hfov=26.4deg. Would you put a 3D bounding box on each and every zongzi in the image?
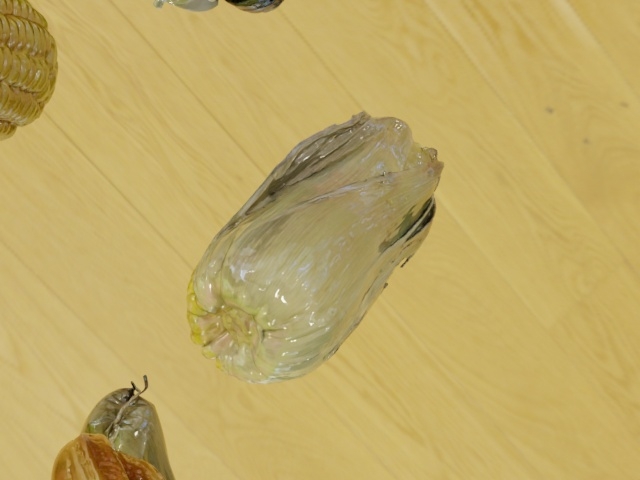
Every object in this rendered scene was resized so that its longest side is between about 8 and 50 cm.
[{"bbox_3d":[-0.145,0.248,1.297,0.204,0.094,0.205,25,121,-1],"label":"zongzi"}]

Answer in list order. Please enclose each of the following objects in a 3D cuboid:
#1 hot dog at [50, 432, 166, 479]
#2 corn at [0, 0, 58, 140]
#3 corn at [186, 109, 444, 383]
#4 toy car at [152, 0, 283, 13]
[{"bbox_3d":[-0.102,0.213,0.825,0.068,0.249,0.100,-44,134,4],"label":"hot dog"},{"bbox_3d":[-0.259,-0.114,0.797,0.120,0.363,0.120,1,94,15],"label":"corn"},{"bbox_3d":[0.004,0.000,1.082,0.123,0.305,0.122,33,131,7],"label":"corn"},{"bbox_3d":[-0.084,-0.340,1.114,0.198,0.166,0.314,16,107,-53],"label":"toy car"}]
